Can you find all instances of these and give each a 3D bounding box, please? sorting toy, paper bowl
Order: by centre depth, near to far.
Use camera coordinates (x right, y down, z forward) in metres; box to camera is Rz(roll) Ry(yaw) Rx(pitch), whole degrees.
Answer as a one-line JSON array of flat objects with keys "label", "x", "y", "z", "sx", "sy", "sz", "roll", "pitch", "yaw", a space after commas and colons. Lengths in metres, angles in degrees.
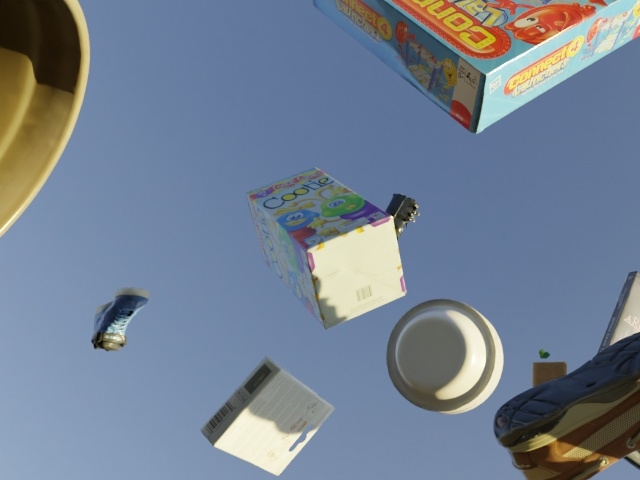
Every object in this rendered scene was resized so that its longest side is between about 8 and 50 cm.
[{"label": "sorting toy", "x": 0.432, "y": 0.241, "z": 1.299, "sx": 0.062, "sy": 0.012, "sz": 0.083, "roll": -1, "pitch": -68, "yaw": 11}, {"label": "paper bowl", "x": 0.301, "y": 0.286, "z": 1.726, "sx": 0.285, "sy": 0.284, "sz": 0.148, "roll": -1, "pitch": -17, "yaw": 27}]

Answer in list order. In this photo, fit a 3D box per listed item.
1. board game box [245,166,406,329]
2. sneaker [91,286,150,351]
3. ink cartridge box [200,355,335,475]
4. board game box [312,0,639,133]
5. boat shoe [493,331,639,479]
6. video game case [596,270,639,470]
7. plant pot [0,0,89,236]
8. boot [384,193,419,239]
[{"label": "board game box", "x": 0.000, "y": 0.000, "z": 1.121, "sx": 0.275, "sy": 0.144, "sz": 0.142, "roll": 40, "pitch": -33, "yaw": 57}, {"label": "sneaker", "x": -0.323, "y": 0.133, "z": 1.109, "sx": 0.058, "sy": 0.084, "sz": 0.152, "roll": 21, "pitch": -34, "yaw": -38}, {"label": "ink cartridge box", "x": -0.096, "y": 0.348, "z": 1.349, "sx": 0.066, "sy": 0.189, "sz": 0.232, "roll": 38, "pitch": -6, "yaw": 38}, {"label": "board game box", "x": 0.198, "y": -0.309, "z": 0.846, "sx": 0.308, "sy": 0.302, "sz": 0.086, "roll": 47, "pitch": -23, "yaw": 29}, {"label": "boat shoe", "x": 0.373, "y": 0.199, "z": 0.829, "sx": 0.324, "sy": 0.122, "sz": 0.119, "roll": -26, "pitch": -87, "yaw": 4}, {"label": "video game case", "x": 0.518, "y": 0.214, "z": 1.085, "sx": 0.196, "sy": 0.274, "sz": 0.026, "roll": 35, "pitch": -21, "yaw": -11}, {"label": "plant pot", "x": -0.414, "y": -0.150, "z": 0.597, "sx": 0.281, "sy": 0.323, "sz": 0.323, "roll": 31, "pitch": -47, "yaw": 4}, {"label": "boot", "x": 0.144, "y": -0.061, "z": 1.474, "sx": 0.121, "sy": 0.099, "sz": 0.045, "roll": 26, "pitch": -27, "yaw": 18}]
